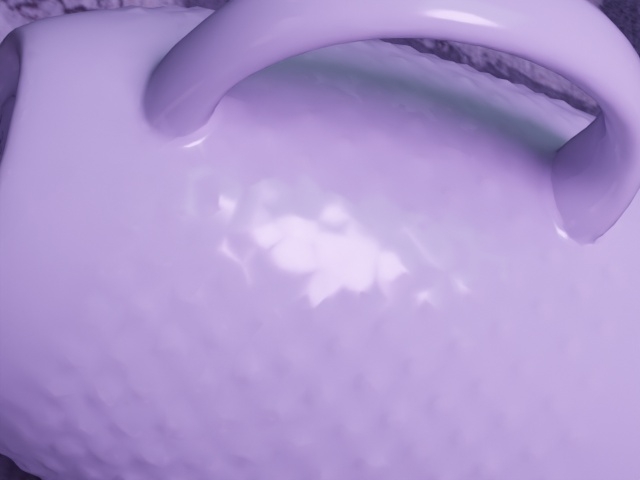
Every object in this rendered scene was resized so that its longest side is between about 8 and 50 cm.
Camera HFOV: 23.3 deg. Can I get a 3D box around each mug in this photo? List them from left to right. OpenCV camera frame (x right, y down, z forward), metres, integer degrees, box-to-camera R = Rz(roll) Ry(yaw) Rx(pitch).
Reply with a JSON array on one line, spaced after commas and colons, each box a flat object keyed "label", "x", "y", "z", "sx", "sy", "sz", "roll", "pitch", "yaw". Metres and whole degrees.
[{"label": "mug", "x": 0.000, "y": 0.000, "z": 0.743, "sx": 0.328, "sy": 0.374, "sz": 0.276, "roll": 18, "pitch": 52, "yaw": -22}]
